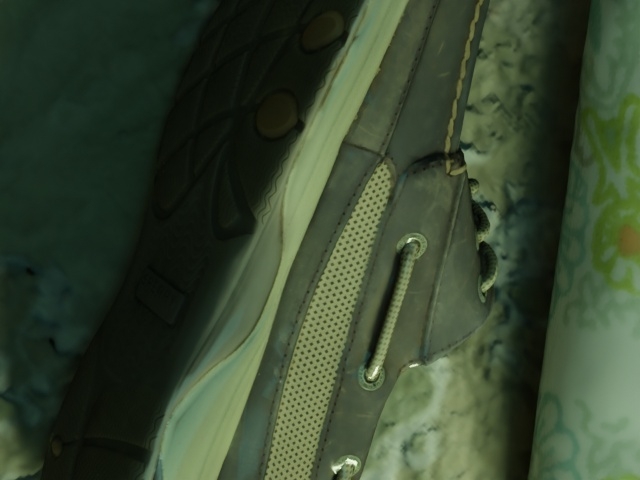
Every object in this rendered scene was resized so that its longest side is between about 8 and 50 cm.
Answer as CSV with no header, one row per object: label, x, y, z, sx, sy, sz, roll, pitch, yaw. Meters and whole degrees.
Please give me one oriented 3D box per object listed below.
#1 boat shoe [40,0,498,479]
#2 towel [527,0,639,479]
boat shoe,0.000,0.000,0.624,0.130,0.132,0.355,21,99,-30
towel,0.291,0.045,0.653,0.374,0.090,0.321,8,95,15
